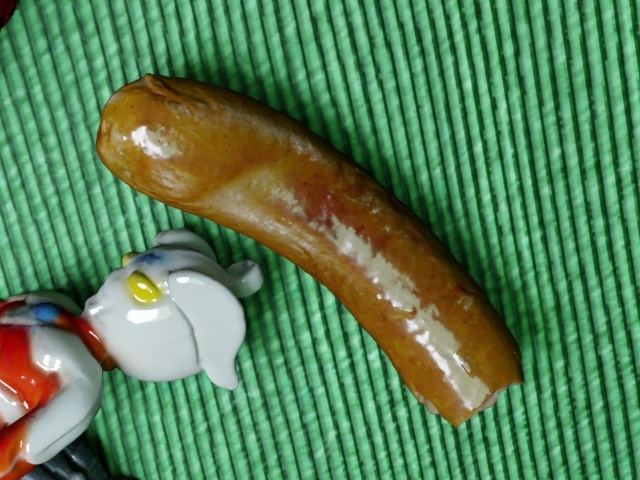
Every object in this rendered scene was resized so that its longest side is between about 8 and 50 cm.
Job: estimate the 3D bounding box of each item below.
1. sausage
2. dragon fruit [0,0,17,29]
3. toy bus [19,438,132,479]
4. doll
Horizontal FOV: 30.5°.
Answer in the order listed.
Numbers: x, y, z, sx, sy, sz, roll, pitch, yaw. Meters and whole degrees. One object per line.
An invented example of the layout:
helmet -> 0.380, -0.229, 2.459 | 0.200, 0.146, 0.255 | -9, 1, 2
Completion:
sausage -> 0.001, -0.004, 0.723 | 0.302, 0.103, 0.076 | 39, 142, -9
dragon fruit -> -0.241, -0.175, 0.607 | 0.240, 0.330, 0.302 | -28, 101, -13
toy bus -> -0.141, 0.288, 0.815 | 0.138, 0.097, 0.343 | -29, 104, 17
doll -> -0.212, 0.095, 0.723 | 0.383, 0.188, 0.099 | -21, 125, -9
